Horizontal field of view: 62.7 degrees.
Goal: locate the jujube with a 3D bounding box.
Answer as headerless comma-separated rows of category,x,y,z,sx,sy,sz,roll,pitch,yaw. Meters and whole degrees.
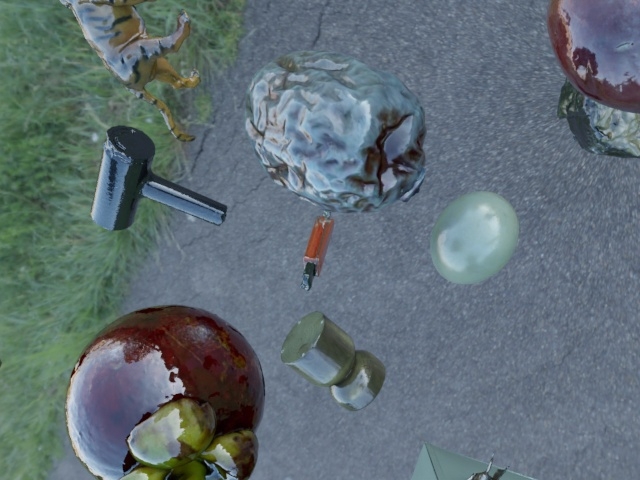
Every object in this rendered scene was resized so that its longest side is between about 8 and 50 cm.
jujube,0.013,-0.160,0.782,0.317,0.226,0.226,36,123,45

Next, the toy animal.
toy animal,-0.193,-0.199,0.555,0.114,0.116,0.255,50,165,49

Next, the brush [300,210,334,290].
brush,0.001,0.000,1.402,0.051,0.323,0.070,4,136,11

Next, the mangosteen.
mangosteen,-0.157,0.185,0.554,0.257,0.215,0.215,-138,46,-64

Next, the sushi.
sushi,0.611,-0.342,1.078,0.211,0.171,0.350,-6,103,6

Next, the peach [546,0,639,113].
peach,0.267,-0.171,0.415,0.152,0.152,0.152,9,109,28

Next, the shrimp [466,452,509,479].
shrimp,0.074,0.398,0.540,0.410,0.166,0.221,-42,106,-5

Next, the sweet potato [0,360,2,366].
sweet potato,-0.663,0.089,0.851,0.112,0.112,0.359,-30,108,34

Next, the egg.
egg,0.214,-0.001,0.743,0.114,0.114,0.152,37,139,17

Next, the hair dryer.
hair dryer,-0.299,-0.083,1.002,0.251,0.089,0.197,21,128,-16

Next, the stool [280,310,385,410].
stool,0.037,0.351,1.526,0.264,0.179,0.179,41,126,-22

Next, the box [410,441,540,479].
box,0.214,0.422,0.690,0.225,0.117,0.225,19,95,1
